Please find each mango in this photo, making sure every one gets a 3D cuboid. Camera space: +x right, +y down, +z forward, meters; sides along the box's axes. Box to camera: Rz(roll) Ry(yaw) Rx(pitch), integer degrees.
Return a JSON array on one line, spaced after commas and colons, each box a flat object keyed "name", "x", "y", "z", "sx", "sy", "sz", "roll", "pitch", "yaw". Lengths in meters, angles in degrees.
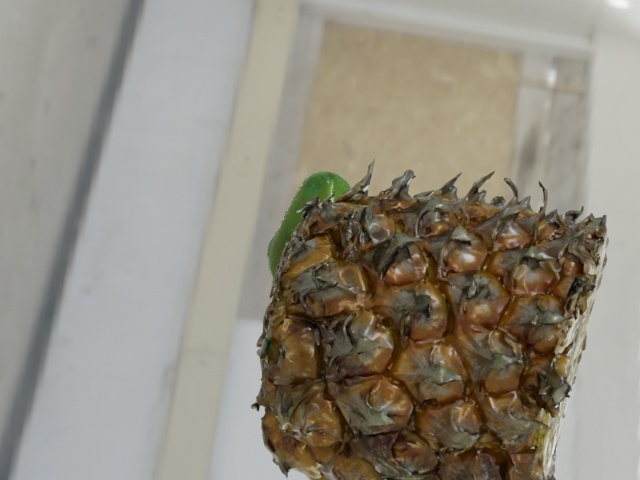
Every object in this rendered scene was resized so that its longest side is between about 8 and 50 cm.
[{"name": "mango", "x": 0.001, "y": 0.000, "z": 2.170, "sx": 0.100, "sy": 0.119, "sz": 0.178, "roll": 8, "pitch": -94, "yaw": 51}]

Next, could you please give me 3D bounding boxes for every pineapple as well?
[{"name": "pineapple", "x": 0.098, "y": 0.097, "z": 1.544, "sx": 0.352, "sy": 0.300, "sz": 0.353, "roll": 12, "pitch": 90, "yaw": -86}]
